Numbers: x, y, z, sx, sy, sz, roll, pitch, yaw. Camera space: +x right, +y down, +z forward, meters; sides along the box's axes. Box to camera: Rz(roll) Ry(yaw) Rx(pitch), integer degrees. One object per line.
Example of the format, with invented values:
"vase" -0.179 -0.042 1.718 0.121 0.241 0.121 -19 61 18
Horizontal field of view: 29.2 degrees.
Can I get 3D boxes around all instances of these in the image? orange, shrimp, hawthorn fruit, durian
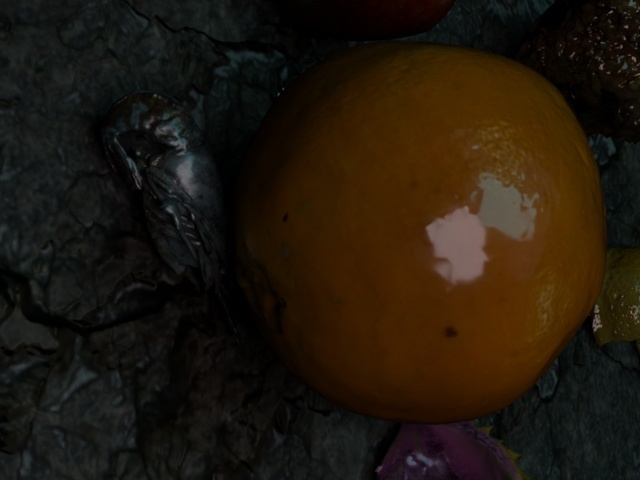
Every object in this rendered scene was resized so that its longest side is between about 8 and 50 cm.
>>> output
"orange" 0.076 -0.009 0.978 0.312 0.312 0.312 20 63 -45
"shrimp" -0.107 -0.013 0.998 0.090 0.079 0.233 -107 175 -74
"hawthorn fruit" 0.037 -0.281 1.176 0.251 0.189 0.189 -25 97 -43
"durian" 0.116 0.270 1.109 0.154 0.186 0.260 49 58 -20

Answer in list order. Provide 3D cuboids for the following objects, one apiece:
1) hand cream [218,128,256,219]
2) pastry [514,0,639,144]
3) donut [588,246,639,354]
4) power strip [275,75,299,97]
"hand cream" 0.001 0.000 1.133 0.248 0.052 0.075 42 48 -33
"pastry" 0.371 -0.221 1.476 0.275 0.275 0.193 -7 65 -50
"donut" 0.408 0.074 1.574 0.181 0.078 0.146 21 65 -46
"power strip" 0.005 -0.123 1.205 0.136 0.019 0.051 19 66 -45
